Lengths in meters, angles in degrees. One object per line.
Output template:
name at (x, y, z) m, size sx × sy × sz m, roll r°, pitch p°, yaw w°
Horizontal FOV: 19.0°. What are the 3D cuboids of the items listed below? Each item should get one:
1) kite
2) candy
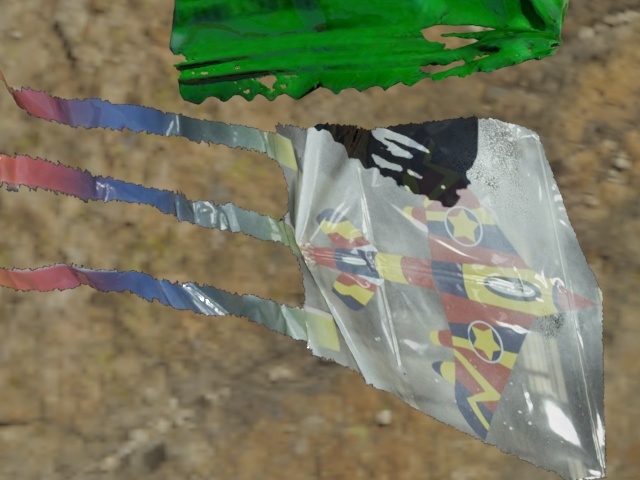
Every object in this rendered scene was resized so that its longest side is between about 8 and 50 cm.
kite at (-0.001, 0.001, 0.608) m, size 0.015 × 0.245 × 0.141 m, roll -41°, pitch 47°, yaw 41°
candy at (0.021, -0.147, 0.627) m, size 0.141 × 0.078 × 0.203 m, roll 2°, pitch 75°, yaw 8°
